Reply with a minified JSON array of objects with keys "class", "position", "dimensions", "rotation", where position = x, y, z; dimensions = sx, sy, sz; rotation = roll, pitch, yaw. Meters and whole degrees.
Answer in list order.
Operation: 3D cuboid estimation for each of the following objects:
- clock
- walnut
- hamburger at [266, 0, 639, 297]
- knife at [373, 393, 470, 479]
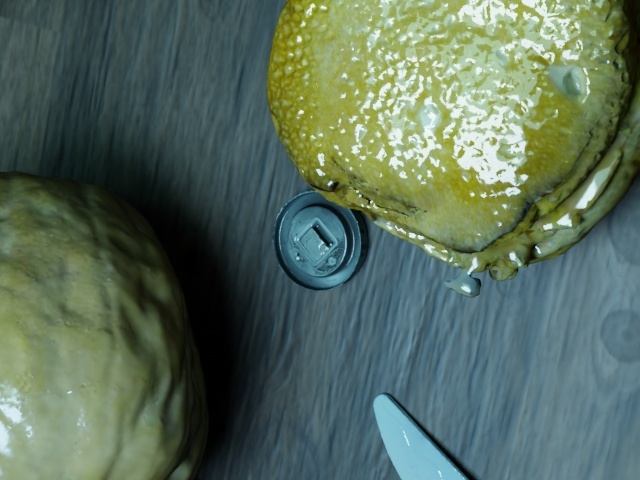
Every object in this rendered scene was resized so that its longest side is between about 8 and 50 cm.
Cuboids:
[{"class":"clock","position":[0.000,0.000,1.411],"dimensions":[0.085,0.017,0.085],"rotation":[3,96,29]},{"class":"walnut","position":[-0.242,0.103,1.398],"dimensions":[0.306,0.306,0.344],"rotation":[-39,42,26]},{"class":"hamburger","position":[0.109,-0.129,1.251],"dimensions":[0.290,0.170,0.314],"rotation":[24,107,28]},{"class":"knife","position":[0.127,0.223,1.360],"dimensions":[0.260,0.034,0.063],"rotation":[41,119,26]}]
